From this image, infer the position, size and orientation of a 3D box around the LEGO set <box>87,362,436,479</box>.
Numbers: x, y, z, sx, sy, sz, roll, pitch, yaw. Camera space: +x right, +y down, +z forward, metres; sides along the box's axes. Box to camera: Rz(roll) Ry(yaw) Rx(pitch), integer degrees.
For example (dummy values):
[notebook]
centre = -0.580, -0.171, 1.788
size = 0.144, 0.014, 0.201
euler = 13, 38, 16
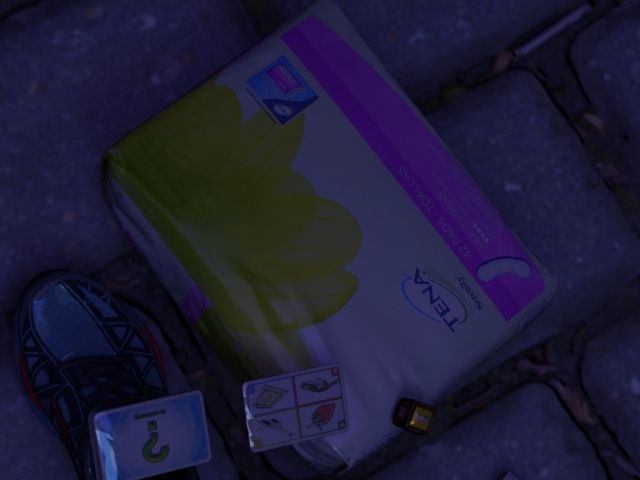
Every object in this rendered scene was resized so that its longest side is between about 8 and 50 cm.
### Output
[LEGO set]
centre = -0.021, 0.181, 1.045
size = 0.244, 0.060, 0.182
euler = -10, 96, -26

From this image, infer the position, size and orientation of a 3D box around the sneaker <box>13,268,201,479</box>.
[sneaker]
centre = -0.132, 0.132, 1.099
size = 0.104, 0.125, 0.262
euler = -24, 83, -19

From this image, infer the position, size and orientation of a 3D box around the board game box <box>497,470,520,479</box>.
[board game box]
centre = 0.149, 0.238, 1.187
size = 0.090, 0.020, 0.090
euler = 39, 71, -1

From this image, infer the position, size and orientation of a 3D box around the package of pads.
[package of pads]
centre = 0.000, 0.000, 1.170
size = 0.229, 0.101, 0.296
euler = -38, 86, -17
